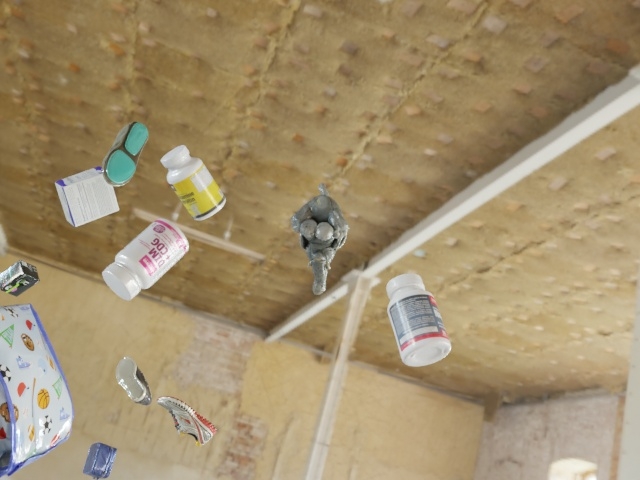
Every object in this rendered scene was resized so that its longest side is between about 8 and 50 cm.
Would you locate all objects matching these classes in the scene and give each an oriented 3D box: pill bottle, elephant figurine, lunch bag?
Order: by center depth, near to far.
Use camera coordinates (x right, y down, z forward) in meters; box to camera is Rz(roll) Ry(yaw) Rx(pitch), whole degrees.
[{"bbox_3d":[0.202,0.165,1.539,0.108,0.180,0.108,-10,-34,-7],"label":"pill bottle"},{"bbox_3d":[-0.795,0.375,1.791,0.239,0.385,0.328,-29,-3,4],"label":"lunch bag"},{"bbox_3d":[-0.333,-0.151,1.876,0.103,0.103,0.184,-6,-56,45],"label":"pill bottle"},{"bbox_3d":[-0.610,0.617,2.006,0.065,0.098,0.067,29,-33,-31],"label":"lunch bag"},{"bbox_3d":[0.000,0.000,2.076,0.169,0.186,0.239,41,-24,31],"label":"elephant figurine"},{"bbox_3d":[-0.608,0.066,2.510,0.160,0.283,0.160,28,-34,21],"label":"pill bottle"}]

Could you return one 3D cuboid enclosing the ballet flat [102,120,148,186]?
[{"bbox_3d":[-0.443,-0.183,1.604,0.068,0.213,0.072,-24,-56,31],"label":"ballet flat"}]

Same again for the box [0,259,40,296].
[{"bbox_3d":[-0.813,0.102,1.944,0.083,0.052,0.062,-34,-31,8],"label":"box"}]

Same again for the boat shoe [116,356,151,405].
[{"bbox_3d":[-0.591,0.451,2.297,0.206,0.075,0.065,44,-9,47],"label":"boat shoe"}]

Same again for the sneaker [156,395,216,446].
[{"bbox_3d":[-0.458,0.601,2.414,0.225,0.093,0.088,39,-24,-3],"label":"sneaker"}]

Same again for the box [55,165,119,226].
[{"bbox_3d":[-0.656,-0.125,2.030,0.072,0.137,0.126,26,-48,47],"label":"box"}]
